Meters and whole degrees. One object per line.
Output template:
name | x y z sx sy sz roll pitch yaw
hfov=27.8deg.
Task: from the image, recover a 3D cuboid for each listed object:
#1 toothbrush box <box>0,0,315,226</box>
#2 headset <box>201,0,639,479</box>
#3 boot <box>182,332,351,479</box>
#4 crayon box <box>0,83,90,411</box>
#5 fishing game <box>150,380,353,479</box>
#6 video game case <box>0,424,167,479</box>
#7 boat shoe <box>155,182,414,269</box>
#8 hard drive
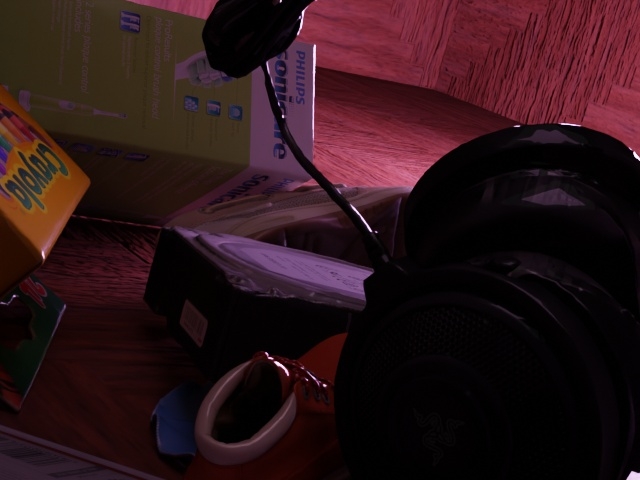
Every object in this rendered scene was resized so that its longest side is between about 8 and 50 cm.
toothbrush box | -0.174 -0.099 1.038 0.283 0.122 0.206 10 -17 -28
headset | 0.105 0.022 0.588 0.394 0.185 0.243 44 34 -11
boot | -0.009 0.077 0.602 0.059 0.084 0.158 20 38 22
crayon box | -0.243 -0.068 0.741 0.318 0.081 0.202 48 7 -14
fishing game | -0.001 0.107 0.724 0.189 0.041 0.264 15 13 7
video game case | -0.160 0.105 0.445 0.204 0.025 0.285 10 3 36
boat shoe | 0.000 0.000 1.041 0.098 0.109 0.302 26 22 35
hard drive | 0.072 0.068 0.820 0.339 0.064 0.237 15 4 -17
